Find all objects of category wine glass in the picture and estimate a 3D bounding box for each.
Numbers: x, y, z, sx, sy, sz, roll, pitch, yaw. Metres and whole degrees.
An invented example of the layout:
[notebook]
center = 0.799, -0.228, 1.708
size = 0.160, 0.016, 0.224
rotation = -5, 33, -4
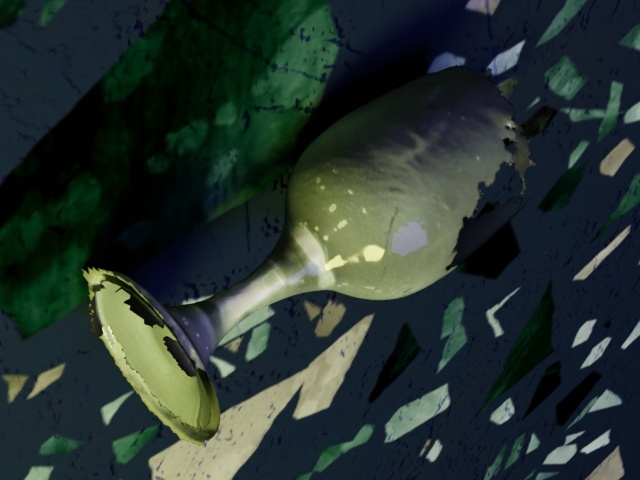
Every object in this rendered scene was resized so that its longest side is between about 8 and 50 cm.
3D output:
[wine glass]
center = 0.000, 0.000, 1.313
size = 0.321, 0.143, 0.143
rotation = -35, 148, -21
